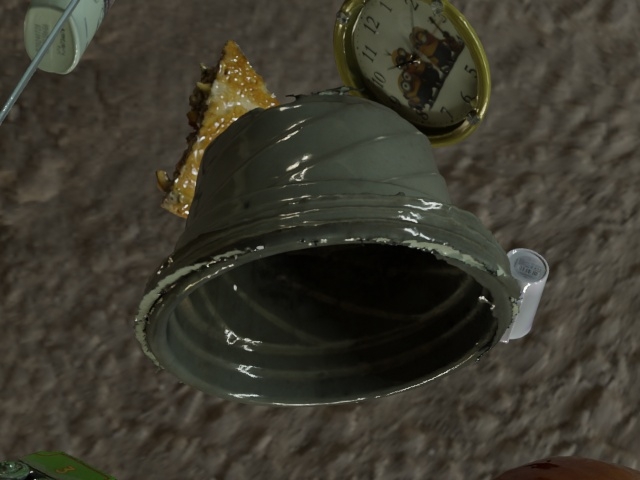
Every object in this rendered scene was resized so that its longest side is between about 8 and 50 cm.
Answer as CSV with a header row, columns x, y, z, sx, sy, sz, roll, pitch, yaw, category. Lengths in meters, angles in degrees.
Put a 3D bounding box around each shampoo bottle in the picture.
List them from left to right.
x,y,z,sx,sy,sz,roll,pitch,yaw,category
-0.314,-0.385,1.937,0.078,0.359,0.134,11,133,6,shampoo bottle

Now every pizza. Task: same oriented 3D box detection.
x,y,z,sx,sy,sz,roll,pitch,yaw,category
-0.080,-0.098,1.343,0.062,0.188,0.199,-39,54,52,pizza

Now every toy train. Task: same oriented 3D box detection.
x,y,z,sx,sy,sz,roll,pitch,yaw,category
-0.170,0.210,1.037,0.202,0.081,0.060,16,109,40,toy train

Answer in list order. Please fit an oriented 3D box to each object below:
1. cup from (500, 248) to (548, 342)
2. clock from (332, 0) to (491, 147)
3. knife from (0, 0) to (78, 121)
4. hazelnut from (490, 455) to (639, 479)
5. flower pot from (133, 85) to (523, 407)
x,y,z,sx,sy,sz,roll,pitch,yaw,category
0.255,0.081,1.842,0.074,0.104,0.116,19,138,4,cup
0.123,-0.230,1.761,0.237,0.057,0.237,25,137,26,clock
-0.172,-0.191,1.030,0.044,0.080,0.331,32,97,-14,knife
0.278,0.386,1.405,0.366,0.366,0.365,1,95,16,hazelnut
0.000,0.000,0.863,0.235,0.235,0.140,-15,61,17,flower pot
